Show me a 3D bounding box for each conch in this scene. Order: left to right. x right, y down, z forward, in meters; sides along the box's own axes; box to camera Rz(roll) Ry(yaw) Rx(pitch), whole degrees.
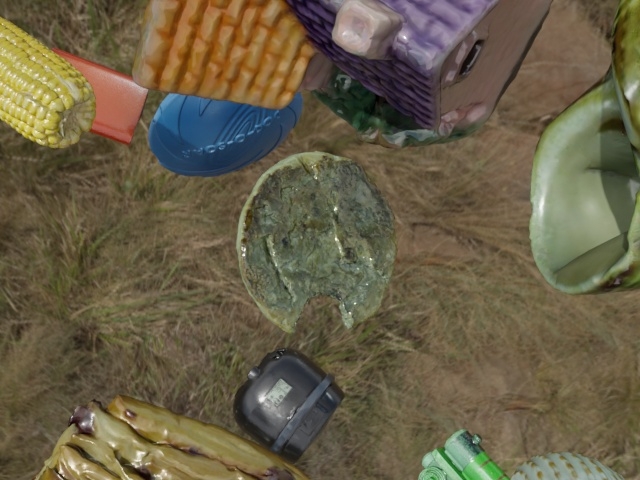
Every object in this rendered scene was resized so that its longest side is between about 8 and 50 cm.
[{"bbox_3d":[0.234,0.258,0.597,0.153,0.102,0.135,-4,58,27],"label":"conch"},{"bbox_3d":[0.188,-0.052,0.332,0.124,0.181,0.187,12,95,6],"label":"conch"}]

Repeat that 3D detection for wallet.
[{"bbox_3d":[-0.462,-0.290,1.355,0.204,0.045,0.142,18,78,-16],"label":"wallet"}]

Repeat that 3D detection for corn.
[{"bbox_3d":[-0.349,-0.191,0.724,0.244,0.093,0.093,35,66,11],"label":"corn"}]

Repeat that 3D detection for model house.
[{"bbox_3d":[0.006,-0.163,0.481,0.237,0.202,0.237,43,35,15],"label":"model house"}]

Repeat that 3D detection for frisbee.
[{"bbox_3d":[-0.132,-0.165,0.994,0.242,0.242,0.045,-19,64,-18],"label":"frisbee"}]

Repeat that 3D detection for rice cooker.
[{"bbox_3d":[-0.082,0.399,1.650,0.224,0.267,0.267,38,67,9],"label":"rice cooker"}]

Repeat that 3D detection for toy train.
[{"bbox_3d":[0.245,0.375,0.925,0.251,0.085,0.119,46,108,32],"label":"toy train"}]

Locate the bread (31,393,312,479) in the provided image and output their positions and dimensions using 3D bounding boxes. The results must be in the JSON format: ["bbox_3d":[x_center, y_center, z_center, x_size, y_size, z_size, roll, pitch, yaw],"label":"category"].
[{"bbox_3d":[-0.195,0.353,0.813,0.324,0.277,0.167,26,30,-16],"label":"bread"}]

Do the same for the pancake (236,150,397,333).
[{"bbox_3d":[0.000,0.000,0.888,0.253,0.037,0.254,5,80,-29],"label":"pancake"}]
